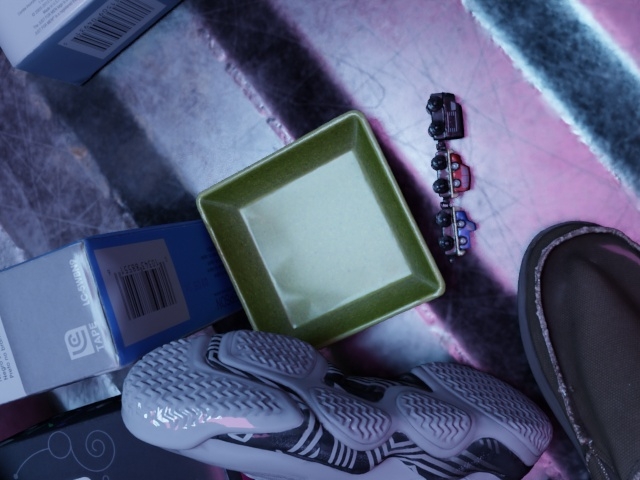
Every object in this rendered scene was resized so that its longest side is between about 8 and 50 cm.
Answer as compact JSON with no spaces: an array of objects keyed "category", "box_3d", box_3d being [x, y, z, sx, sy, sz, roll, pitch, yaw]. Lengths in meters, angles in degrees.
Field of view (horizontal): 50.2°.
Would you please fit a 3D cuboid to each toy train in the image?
[{"category":"toy train","box_3d":[0.122,-0.059,0.635,0.036,0.027,0.158,-5,91,5]}]

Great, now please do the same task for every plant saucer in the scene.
[{"category":"plant saucer","box_3d":[0.000,0.000,0.661,0.188,0.045,0.188,-26,86,15]}]

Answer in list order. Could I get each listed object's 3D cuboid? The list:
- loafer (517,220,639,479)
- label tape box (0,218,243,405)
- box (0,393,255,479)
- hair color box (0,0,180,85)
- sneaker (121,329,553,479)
[{"category":"loafer","box_3d":[0.259,0.140,0.510,0.133,0.130,0.366,-16,69,0]},{"category":"label tape box","box_3d":[-0.273,0.084,0.642,0.333,0.240,0.106,-19,90,17]},{"category":"box","box_3d":[-0.181,0.237,0.674,0.270,0.143,0.165,-20,88,15]},{"category":"hair color box","box_3d":[-0.302,-0.369,0.691,0.185,0.113,0.374,-33,85,14]},{"category":"sneaker","box_3d":[0.009,0.204,0.560,0.365,0.137,0.210,11,105,-24]}]
